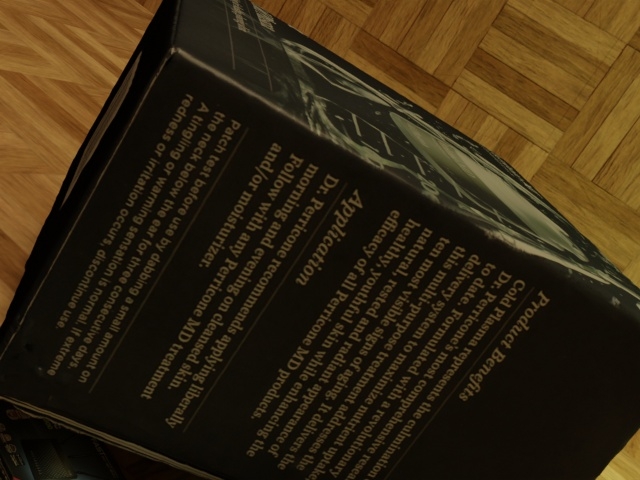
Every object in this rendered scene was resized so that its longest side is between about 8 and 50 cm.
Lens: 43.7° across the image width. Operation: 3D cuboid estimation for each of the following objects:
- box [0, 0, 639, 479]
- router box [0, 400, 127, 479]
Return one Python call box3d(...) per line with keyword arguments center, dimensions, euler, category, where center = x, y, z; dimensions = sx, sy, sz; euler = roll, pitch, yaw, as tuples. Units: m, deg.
box3d(center=(0.000, 0.000, 0.788), dimensions=(0.471, 0.297, 0.480), euler=(29, 18, -20), category="box")
box3d(center=(-0.220, 0.164, 0.622), dimensions=(0.092, 0.038, 0.122), euler=(12, 27, -52), category="router box")
